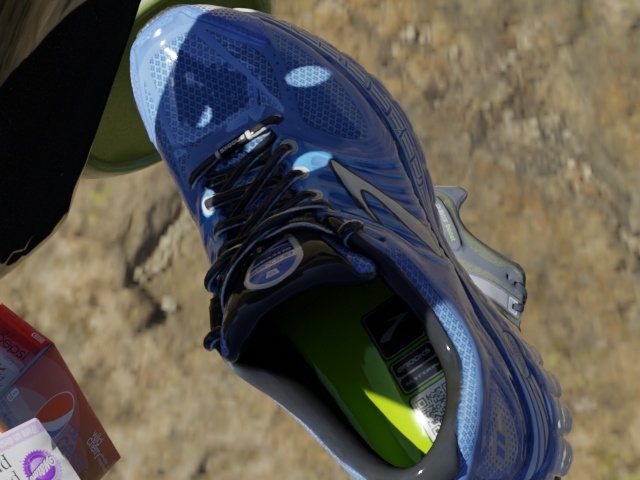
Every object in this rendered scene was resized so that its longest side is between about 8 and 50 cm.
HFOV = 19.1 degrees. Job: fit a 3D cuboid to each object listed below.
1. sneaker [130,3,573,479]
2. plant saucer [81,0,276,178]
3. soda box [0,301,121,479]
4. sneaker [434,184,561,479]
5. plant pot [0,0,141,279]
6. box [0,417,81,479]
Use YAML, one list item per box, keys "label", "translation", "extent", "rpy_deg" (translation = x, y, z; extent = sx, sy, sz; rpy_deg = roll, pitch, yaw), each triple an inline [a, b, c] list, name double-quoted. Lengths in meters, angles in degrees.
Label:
- label: "sneaker"
  translation: [0.000, 0.000, 0.959]
  extent: [0.130, 0.330, 0.147]
  rpy_deg: [-42, 157, 13]
- label: "plant saucer"
  translation: [-0.119, -0.130, 1.398]
  extent: [0.037, 0.241, 0.241]
  rpy_deg: [46, 122, 26]
- label: "soda box"
  translation: [-0.279, 0.164, 1.844]
  extent: [0.092, 0.083, 0.263]
  rpy_deg: [34, 161, 25]
- label: "sneaker"
  translation: [0.133, 0.081, 1.599]
  extent: [0.121, 0.111, 0.300]
  rpy_deg: [-26, 86, -18]
- label: "plant pot"
  translation: [-0.176, -0.083, 0.763]
  extent: [0.187, 0.167, 0.188]
  rpy_deg: [22, 99, 20]
- label: "box"
  translation: [-0.299, 0.213, 1.225]
  extent: [0.063, 0.324, 0.067]
  rpy_deg: [54, 136, 11]
